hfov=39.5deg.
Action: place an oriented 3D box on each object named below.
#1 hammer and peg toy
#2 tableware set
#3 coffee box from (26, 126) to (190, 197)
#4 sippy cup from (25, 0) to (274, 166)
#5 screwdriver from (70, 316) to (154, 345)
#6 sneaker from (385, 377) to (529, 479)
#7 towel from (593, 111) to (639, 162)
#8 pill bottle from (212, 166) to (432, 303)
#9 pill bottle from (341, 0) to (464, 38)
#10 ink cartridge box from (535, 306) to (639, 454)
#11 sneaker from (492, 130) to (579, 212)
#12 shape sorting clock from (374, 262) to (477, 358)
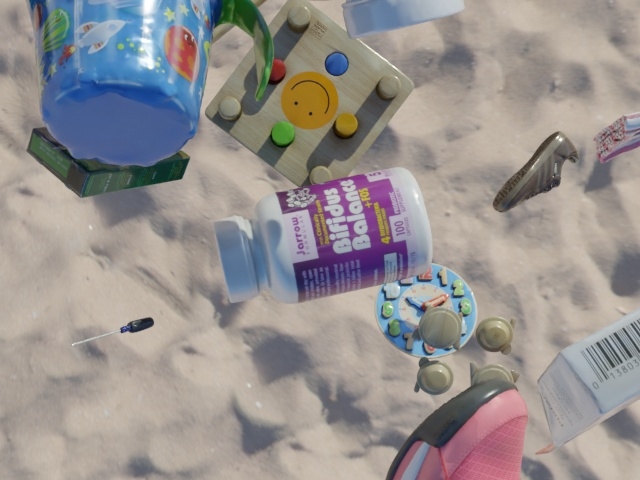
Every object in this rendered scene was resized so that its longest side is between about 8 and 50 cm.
[{"bbox_3d":[-0.057,-0.268,1.456,0.361,0.127,0.266,38,91,-3],"label":"hammer and peg toy"},{"bbox_3d":[0.214,0.170,1.320,0.169,0.020,0.141,8,101,-1],"label":"tableware set"},{"bbox_3d":[-0.270,-0.111,1.151,0.184,0.113,0.040,-17,139,-54],"label":"coffee box"},{"bbox_3d":[-0.223,-0.214,1.009,0.306,0.240,0.224,-13,60,16],"label":"sippy cup"},{"bbox_3d":[-0.359,0.162,1.558,0.170,0.025,0.024,-18,121,-50],"label":"screwdriver"},{"bbox_3d":[0.120,0.249,0.673,0.116,0.136,0.313,-12,123,-42],"label":"sneaker"},{"bbox_3d":[0.351,-0.111,0.868,0.144,0.197,0.029,-12,88,9],"label":"towel"},{"bbox_3d":[0.000,0.000,1.323,0.302,0.169,0.169,-13,101,-6],"label":"pill bottle"},{"bbox_3d":[0.063,-0.412,1.020,0.188,0.188,0.333,-18,104,-14],"label":"pill bottle"},{"bbox_3d":[0.427,0.155,1.182,0.308,0.385,0.091,-28,72,-8],"label":"ink cartridge box"},{"bbox_3d":[0.383,-0.106,1.559,0.071,0.066,0.188,44,80,-8],"label":"sneaker"},{"bbox_3d":[0.211,0.136,1.781,0.206,0.040,0.206,1,60,-1],"label":"shape sorting clock"}]
